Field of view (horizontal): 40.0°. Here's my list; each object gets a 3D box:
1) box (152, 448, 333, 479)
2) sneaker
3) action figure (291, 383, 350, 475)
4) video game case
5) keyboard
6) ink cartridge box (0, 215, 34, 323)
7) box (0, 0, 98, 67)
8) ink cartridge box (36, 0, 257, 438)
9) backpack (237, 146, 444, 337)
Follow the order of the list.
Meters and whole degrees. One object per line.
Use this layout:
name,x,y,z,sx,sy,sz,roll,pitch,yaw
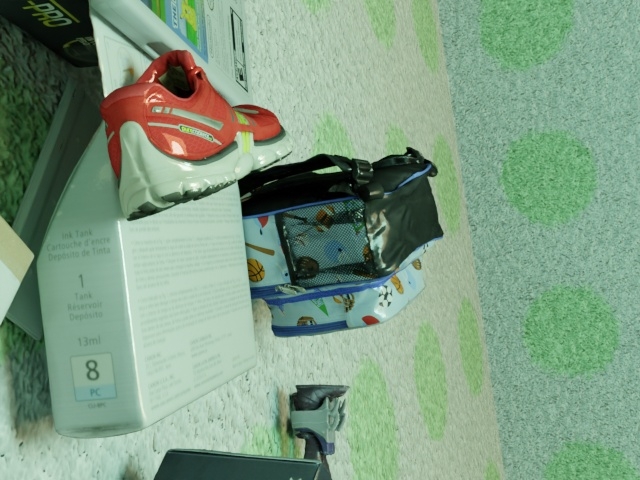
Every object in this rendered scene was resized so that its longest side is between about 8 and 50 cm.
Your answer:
box,-0.066,0.418,0.788,0.313,0.178,0.343,63,37,-38
sneaker,-0.100,-0.104,0.745,0.279,0.107,0.119,-54,126,-74
action figure,-0.006,0.337,1.166,0.185,0.099,0.285,46,44,-70
video game case,-0.141,-0.313,0.843,0.300,0.036,0.329,34,49,-72
keyboard,-0.242,-0.036,0.807,0.072,0.014,0.256,64,27,-50
ink cartridge box,-0.297,0.037,0.530,0.235,0.088,0.193,-79,151,-41
box,-0.247,-0.385,0.742,0.318,0.097,0.395,43,42,-77
ink cartridge box,-0.164,-0.038,0.841,0.308,0.091,0.385,-6,88,-77
backpack,0.000,0.000,1.074,0.276,0.263,0.213,-18,105,-66
